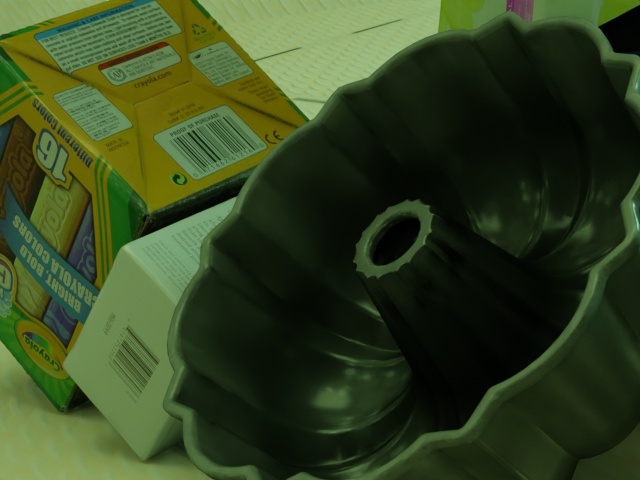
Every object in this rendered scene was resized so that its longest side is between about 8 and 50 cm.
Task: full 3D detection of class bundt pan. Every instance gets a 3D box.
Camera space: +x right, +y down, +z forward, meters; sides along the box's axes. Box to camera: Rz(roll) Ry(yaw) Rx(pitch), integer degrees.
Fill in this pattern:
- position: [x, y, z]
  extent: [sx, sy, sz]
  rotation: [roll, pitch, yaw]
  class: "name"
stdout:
- position: [0.074, 0.034, 1.039]
  extent: [0.331, 0.124, 0.331]
  rotation: [-28, 38, 24]
  class: "bundt pan"

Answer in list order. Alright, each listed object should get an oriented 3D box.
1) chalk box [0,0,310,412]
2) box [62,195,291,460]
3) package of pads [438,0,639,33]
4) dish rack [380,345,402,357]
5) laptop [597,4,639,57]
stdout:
- position: [-0.157, -0.013, 1.344]
  extent: [0.180, 0.289, 0.179]
  rotation: [-26, 66, -41]
  class: "chalk box"
- position: [-0.066, 0.048, 1.228]
  extent: [0.091, 0.130, 0.170]
  rotation: [46, 42, 17]
  class: "box"
- position: [0.166, -0.197, 1.390]
  extent: [0.101, 0.296, 0.229]
  rotation: [2, 12, -15]
  class: "package of pads"
- position: [0.136, 0.041, 1.242]
  extent: [0.208, 0.074, 0.271]
  rotation: [-11, 14, 42]
  class: "dish rack"
- position: [0.423, -0.060, 1.143]
  extent: [0.236, 0.408, 0.382]
  rotation: [-39, -5, 38]
  class: "laptop"
